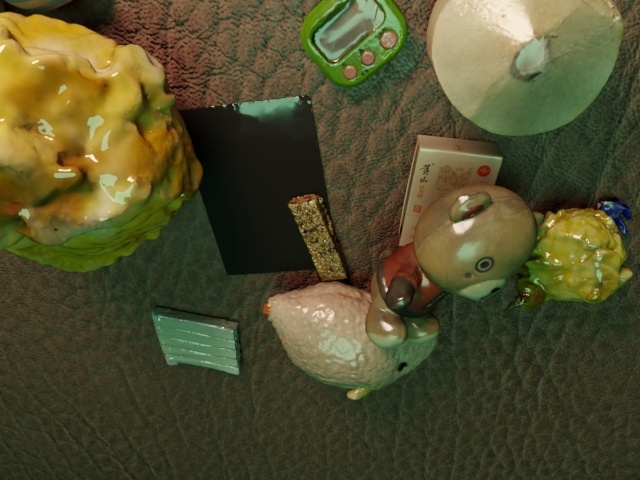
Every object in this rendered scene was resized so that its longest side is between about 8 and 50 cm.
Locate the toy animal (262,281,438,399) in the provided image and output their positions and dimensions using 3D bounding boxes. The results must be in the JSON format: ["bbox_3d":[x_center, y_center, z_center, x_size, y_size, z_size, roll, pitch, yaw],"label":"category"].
[{"bbox_3d":[0.050,0.203,0.977,0.358,0.188,0.226,19,122,-5],"label":"toy animal"}]

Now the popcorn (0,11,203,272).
[{"bbox_3d":[-0.378,-0.142,0.710,0.344,0.390,0.354,-37,87,-14],"label":"popcorn"}]

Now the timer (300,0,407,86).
[{"bbox_3d":[0.049,-0.305,0.701,0.140,0.047,0.128,-33,116,27],"label":"timer"}]

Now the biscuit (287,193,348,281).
[{"bbox_3d":[0.000,0.000,0.925,0.064,0.034,0.199,-11,124,16],"label":"biscuit"}]

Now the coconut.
[{"bbox_3d":[0.250,-0.249,0.604,0.241,0.241,0.241,4,126,5],"label":"coconut"}]

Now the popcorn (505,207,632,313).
[{"bbox_3d":[0.416,0.036,0.827,0.195,0.173,0.168,-24,121,41],"label":"popcorn"}]

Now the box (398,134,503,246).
[{"bbox_3d":[0.219,-0.075,0.834,0.141,0.058,0.201,6,127,4],"label":"box"}]

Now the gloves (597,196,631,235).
[{"bbox_3d":[0.513,-0.037,0.839,0.064,0.026,0.086,-6,124,11],"label":"gloves"}]

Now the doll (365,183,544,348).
[{"bbox_3d":[0.201,0.040,0.789,0.235,0.174,0.330,12,136,-39],"label":"doll"}]

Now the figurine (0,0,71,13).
[{"bbox_3d":[-0.525,-0.330,0.562,0.361,0.378,0.266,-2,125,11],"label":"figurine"}]

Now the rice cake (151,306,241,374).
[{"bbox_3d":[-0.291,0.245,1.146,0.198,0.037,0.189,4,126,5],"label":"rice cake"}]

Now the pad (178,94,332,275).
[{"bbox_3d":[-0.109,-0.083,0.907,0.247,0.007,0.367,-4,124,11],"label":"pad"}]
